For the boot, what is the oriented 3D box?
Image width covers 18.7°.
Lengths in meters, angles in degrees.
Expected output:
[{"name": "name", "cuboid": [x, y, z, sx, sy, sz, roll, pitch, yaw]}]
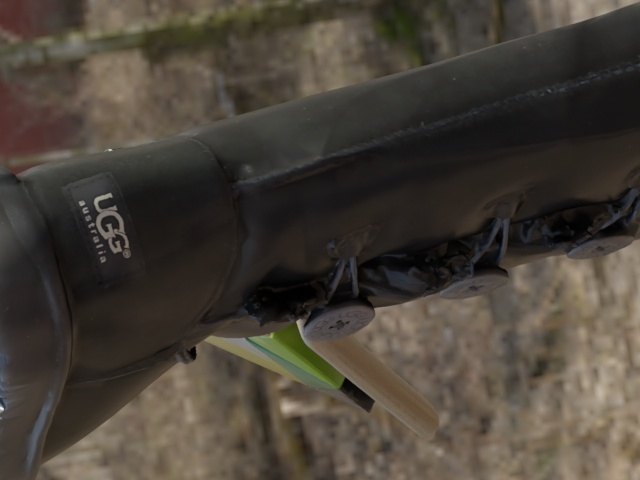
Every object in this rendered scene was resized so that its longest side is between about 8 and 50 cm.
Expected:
[{"name": "boot", "cuboid": [0.001, 0.000, 1.107, 0.146, 0.445, 0.367, 69, 161, 6]}]

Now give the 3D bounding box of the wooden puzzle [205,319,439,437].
[{"name": "wooden puzzle", "cuboid": [-0.054, 0.049, 1.273, 0.239, 0.044, 0.221, 27, 171, 33]}]
